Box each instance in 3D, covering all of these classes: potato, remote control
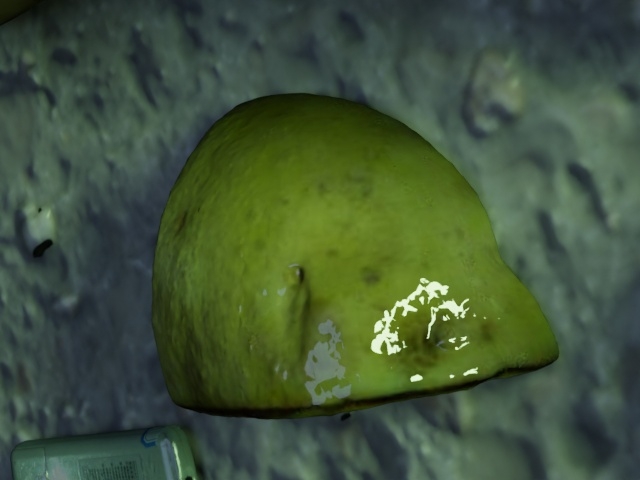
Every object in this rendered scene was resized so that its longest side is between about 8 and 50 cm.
[{"bbox_3d":[0.000,0.000,0.581,0.149,0.081,0.120,-7,93,42],"label":"potato"},{"bbox_3d":[-0.103,0.116,0.727,0.124,0.018,0.053,-13,88,42],"label":"remote control"}]

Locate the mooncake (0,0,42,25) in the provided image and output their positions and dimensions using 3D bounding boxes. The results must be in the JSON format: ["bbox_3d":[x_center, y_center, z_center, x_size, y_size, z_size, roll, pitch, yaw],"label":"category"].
[{"bbox_3d":[-0.240,-0.254,0.628,0.378,0.201,0.379,7,107,25],"label":"mooncake"}]
